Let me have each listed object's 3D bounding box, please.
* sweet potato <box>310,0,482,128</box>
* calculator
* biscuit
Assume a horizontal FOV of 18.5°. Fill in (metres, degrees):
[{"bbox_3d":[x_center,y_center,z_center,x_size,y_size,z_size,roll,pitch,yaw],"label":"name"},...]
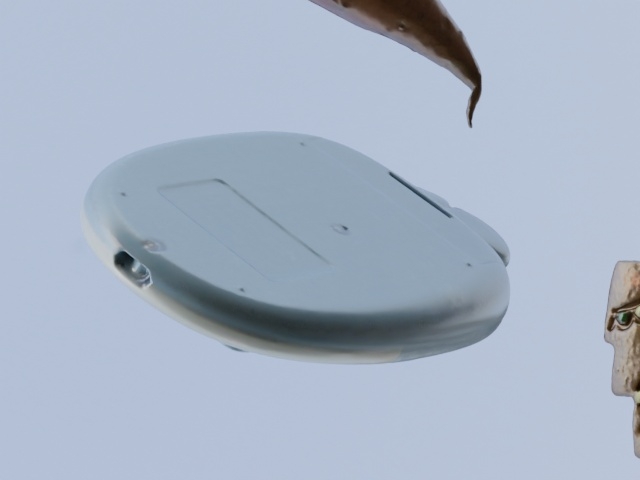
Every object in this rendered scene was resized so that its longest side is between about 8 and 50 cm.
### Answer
[{"bbox_3d":[-0.024,-0.103,0.522,0.195,0.056,0.056,46,-103,-7],"label":"sweet potato"},{"bbox_3d":[0.000,0.000,1.050,0.302,0.188,0.042,-12,-49,-52],"label":"calculator"},{"bbox_3d":[0.147,0.044,0.800,0.016,0.082,0.092,3,-128,-55],"label":"biscuit"}]
